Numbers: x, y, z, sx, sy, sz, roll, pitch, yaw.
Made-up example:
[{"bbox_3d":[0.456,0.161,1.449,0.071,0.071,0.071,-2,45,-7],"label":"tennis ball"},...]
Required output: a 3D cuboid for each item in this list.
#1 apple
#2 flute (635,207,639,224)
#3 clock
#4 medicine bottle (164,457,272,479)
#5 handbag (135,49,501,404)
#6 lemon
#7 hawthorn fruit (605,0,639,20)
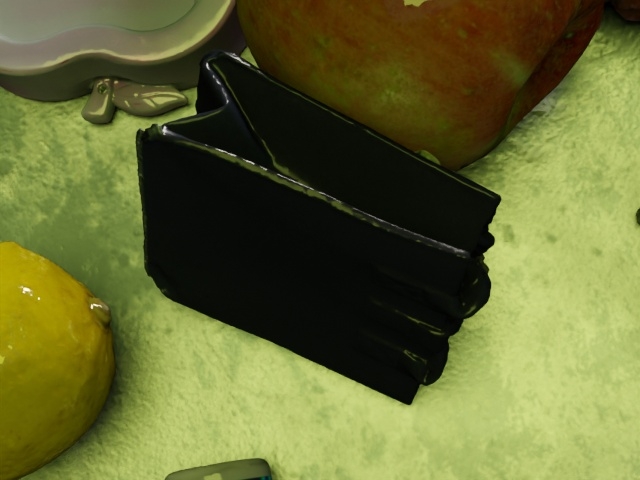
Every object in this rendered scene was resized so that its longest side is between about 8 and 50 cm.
[{"bbox_3d":[0.092,-0.234,1.243,0.340,0.339,0.339,-1,80,7],"label":"apple"},{"bbox_3d":[0.431,-0.007,1.315,0.233,0.027,0.027,10,82,9],"label":"flute"},{"bbox_3d":[-0.238,-0.290,1.412,0.339,0.102,0.338,-1,81,7],"label":"clock"},{"bbox_3d":[-0.088,0.313,1.287,0.107,0.107,0.191,-11,79,5],"label":"medicine bottle"},{"bbox_3d":[0.000,0.000,1.228,0.329,0.303,0.122,26,61,9],"label":"handbag"},{"bbox_3d":[-0.334,0.127,1.292,0.288,0.233,0.233,-25,78,11],"label":"lemon"},{"bbox_3d":[0.324,-0.306,1.311,0.173,0.173,0.172,-1,80,7],"label":"hawthorn fruit"}]
